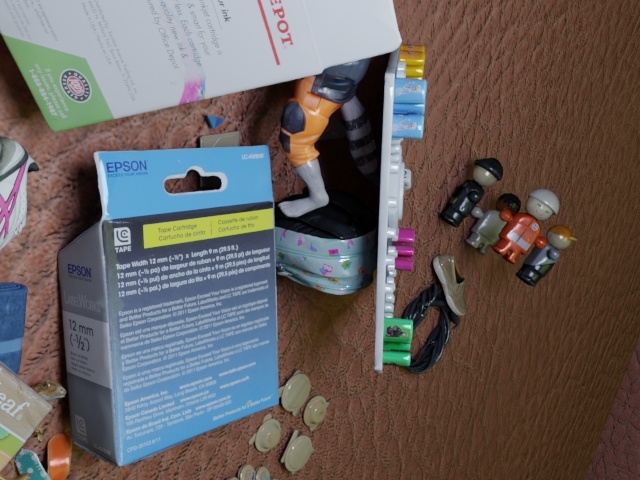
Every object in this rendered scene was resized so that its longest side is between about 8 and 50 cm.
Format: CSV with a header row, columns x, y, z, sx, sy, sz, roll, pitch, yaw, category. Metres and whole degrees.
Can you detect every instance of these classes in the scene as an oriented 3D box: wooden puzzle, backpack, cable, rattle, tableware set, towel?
x,y,z,sx,sy,sz,roll,pitch,yaw,category
-0.133,-0.106,0.991,0.078,0.014,0.116,-10,112,-51,wooden puzzle
0.000,0.000,1.051,0.152,0.182,0.115,-29,125,-39,backpack
0.205,0.171,1.454,0.184,0.047,0.150,-38,130,-32,cable
-0.309,0.350,0.881,0.130,0.143,0.199,20,96,-32,rattle
-0.043,0.301,1.248,0.141,0.020,0.168,-58,137,-18,tableware set
-0.352,0.105,0.814,0.067,0.029,0.119,-2,106,-49,towel

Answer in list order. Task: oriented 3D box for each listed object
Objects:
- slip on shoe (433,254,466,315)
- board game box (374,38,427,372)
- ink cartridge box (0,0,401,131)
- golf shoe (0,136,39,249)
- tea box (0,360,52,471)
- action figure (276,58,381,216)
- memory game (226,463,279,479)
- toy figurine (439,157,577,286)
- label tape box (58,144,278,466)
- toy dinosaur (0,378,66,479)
x,y,z,sx,sy,sz,roll,pitch,yaw,category
0.260,0.086,1.456,0.135,0.041,0.051,65,27,-16,slip on shoe
0.117,-0.071,1.086,0.390,0.050,0.390,-72,163,-68,board game box
-0.117,-0.248,0.700,0.119,0.353,0.207,-87,164,-53,ink cartridge box
-0.322,-0.016,0.735,0.086,0.067,0.186,34,57,-51,golf shoe
-0.457,0.137,0.559,0.323,0.220,0.329,-54,137,-21,tea box
0.027,-0.241,0.953,0.341,0.178,0.330,-57,161,-45,action figure
-0.107,0.447,1.184,0.186,0.012,0.186,20,66,-53,memory game
0.357,-0.036,1.416,0.148,0.213,0.209,-53,138,1,toy figurine
-0.178,0.061,0.924,0.249,0.115,0.347,-10,101,-46,label tape box
-0.378,0.227,0.825,0.211,0.064,0.112,-27,93,-35,toy dinosaur
